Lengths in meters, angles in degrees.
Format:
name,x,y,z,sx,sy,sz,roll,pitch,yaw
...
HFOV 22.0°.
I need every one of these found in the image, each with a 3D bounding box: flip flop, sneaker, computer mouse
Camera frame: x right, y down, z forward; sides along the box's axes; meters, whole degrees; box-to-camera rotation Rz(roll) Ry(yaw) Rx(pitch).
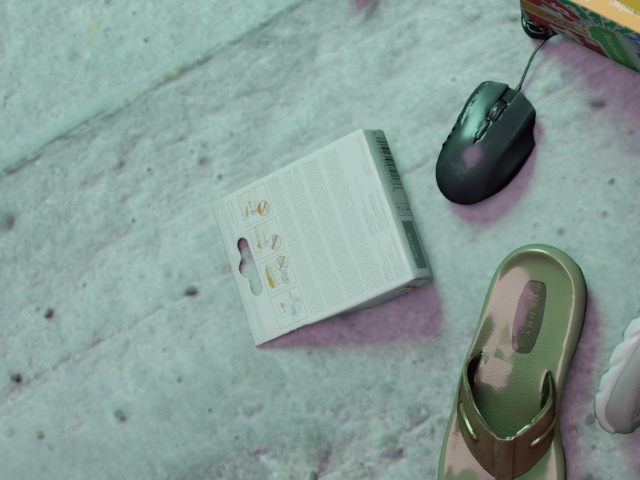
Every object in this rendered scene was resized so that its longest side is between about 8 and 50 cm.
name,x,y,z,sx,sy,sz,roll,pitch,yaw
flip flop,0.160,0.138,1.372,0.112,0.080,0.277,12,88,19
sneaker,0.335,0.062,1.311,0.281,0.105,0.115,-46,73,8
computer mouse,0.172,-0.139,1.419,0.071,0.041,0.242,29,93,19

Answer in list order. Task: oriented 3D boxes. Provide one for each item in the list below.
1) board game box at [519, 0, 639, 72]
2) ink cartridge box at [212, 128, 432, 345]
name,x,y,z,sx,sy,sz,roll,pitch,yaw
board game box,0.281,-0.155,1.327,0.259,0.124,0.039,25,87,12
ink cartridge box,0.000,0.000,1.470,0.179,0.045,0.145,-25,77,32
